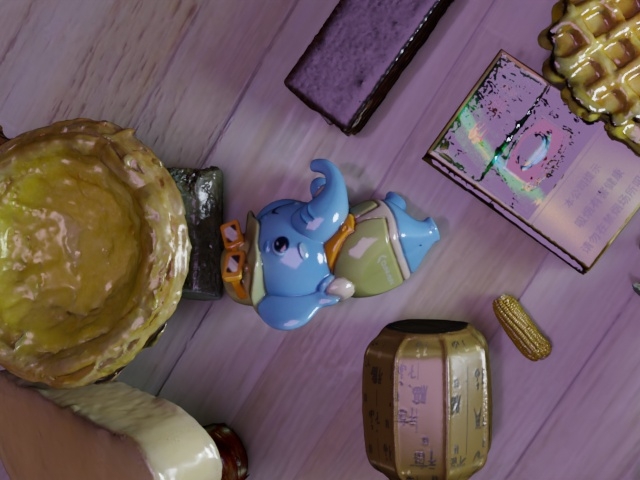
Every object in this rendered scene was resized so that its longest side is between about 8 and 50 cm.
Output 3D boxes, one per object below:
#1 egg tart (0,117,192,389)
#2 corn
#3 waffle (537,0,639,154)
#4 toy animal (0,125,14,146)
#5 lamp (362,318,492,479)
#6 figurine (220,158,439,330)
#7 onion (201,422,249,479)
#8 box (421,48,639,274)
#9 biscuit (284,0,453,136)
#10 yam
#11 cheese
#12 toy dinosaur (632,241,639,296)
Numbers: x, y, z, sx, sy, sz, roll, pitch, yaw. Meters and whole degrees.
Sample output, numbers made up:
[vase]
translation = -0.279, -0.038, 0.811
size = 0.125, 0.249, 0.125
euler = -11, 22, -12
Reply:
[egg tart]
translation = -0.299, 0.016, 1.272
size = 0.345, 0.132, 0.345
euler = -1, 87, 24
[corn]
translation = 0.242, 0.106, 1.221
size = 0.037, 0.037, 0.092
euler = -35, 83, 14
[waffle]
translation = 0.397, -0.232, 1.129
size = 0.301, 0.058, 0.281
euler = 33, 86, 7
[toy animal]
translation = -0.497, -0.059, 1.374
size = 0.255, 0.116, 0.114
euler = -20, 86, 16
[lamp]
translation = 0.128, 0.191, 1.197
size = 0.161, 0.161, 0.185
euler = -1, 96, 15
[figurine]
translation = 0.001, 0.003, 1.241
size = 0.262, 0.154, 0.180
euler = -26, 76, -2
[onion]
translation = -0.155, 0.293, 1.304
size = 0.118, 0.118, 0.117
euler = 40, 106, 10
[box]
translation = 0.264, -0.093, 1.189
size = 0.240, 0.071, 0.159
euler = 37, 103, 10
[biscuit]
translation = 0.107, -0.312, 1.221
size = 0.107, 0.073, 0.388
euler = 38, 101, 9
[yam]
translation = -0.162, -0.008, 1.305
size = 0.078, 0.078, 0.179
euler = 2, 94, 15
[cheese]
translation = -0.280, 0.347, 1.290
size = 0.384, 0.104, 0.384
euler = 18, 117, 39
[toy dinosaur]
translation = 0.437, 0.045, 1.167
size = 0.142, 0.057, 0.212
euler = -36, 94, -2
